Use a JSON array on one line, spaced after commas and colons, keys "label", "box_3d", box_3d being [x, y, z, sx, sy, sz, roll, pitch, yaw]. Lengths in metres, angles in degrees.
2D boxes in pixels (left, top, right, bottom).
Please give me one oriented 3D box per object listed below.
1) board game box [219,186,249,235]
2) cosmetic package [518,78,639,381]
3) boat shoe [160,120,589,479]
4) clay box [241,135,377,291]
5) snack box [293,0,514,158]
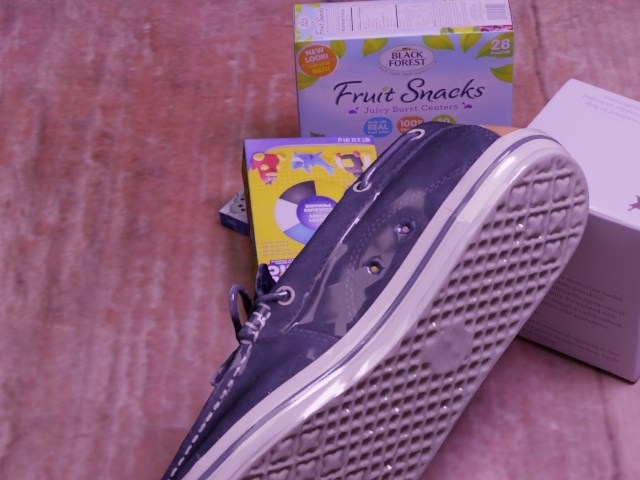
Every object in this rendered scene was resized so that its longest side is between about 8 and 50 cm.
[{"label": "board game box", "box_3d": [-0.035, -0.033, 1.642, 0.090, 0.020, 0.090, 23, 51, 26]}, {"label": "cosmetic package", "box_3d": [0.244, -0.010, 1.477, 0.151, 0.183, 0.151, 23, 49, 25]}, {"label": "boat shoe", "box_3d": [0.006, 0.101, 1.320, 0.156, 0.187, 0.500, 29, 74, 42]}, {"label": "clay box", "box_3d": [0.000, 0.000, 1.559, 0.127, 0.053, 0.222, -3, 49, -8]}, {"label": "snack box", "box_3d": [0.080, -0.145, 1.644, 0.207, 0.174, 0.070, -3, 41, 0]}]
